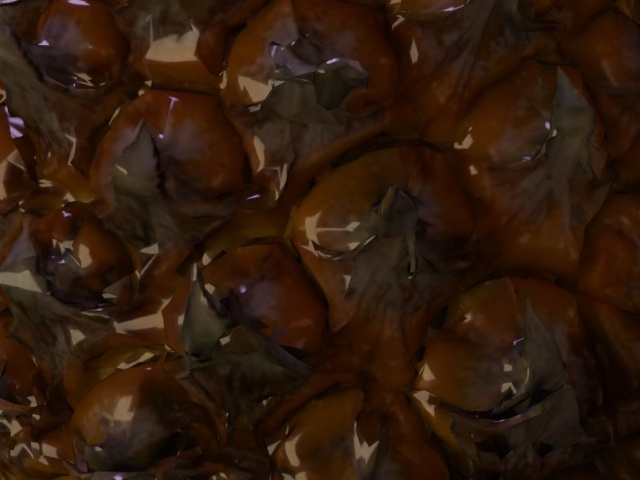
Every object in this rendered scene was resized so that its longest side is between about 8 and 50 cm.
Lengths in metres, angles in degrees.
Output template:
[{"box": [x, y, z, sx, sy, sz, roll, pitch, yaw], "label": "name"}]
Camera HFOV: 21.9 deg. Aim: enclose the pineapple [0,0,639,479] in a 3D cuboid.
[{"box": [0.003, 0.000, 0.615, 0.352, 0.352, 0.300, -15, 75, 61], "label": "pineapple"}]
